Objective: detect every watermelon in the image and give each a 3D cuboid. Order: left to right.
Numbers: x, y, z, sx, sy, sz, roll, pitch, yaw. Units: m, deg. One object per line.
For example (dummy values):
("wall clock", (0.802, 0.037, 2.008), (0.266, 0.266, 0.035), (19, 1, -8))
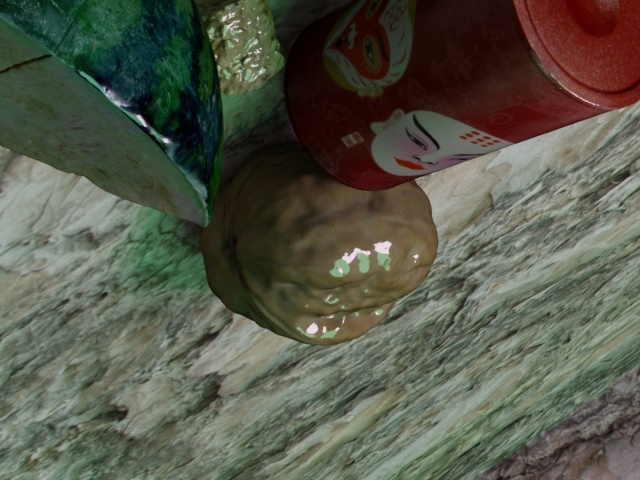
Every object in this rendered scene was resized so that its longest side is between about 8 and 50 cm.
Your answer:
("watermelon", (-0.208, -0.199, 0.951), (0.292, 0.319, 0.222), (90, 23, -61))

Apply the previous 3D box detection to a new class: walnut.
("walnut", (-0.001, 0.002, 1.348), (0.273, 0.227, 0.273), (-23, 147, -17))

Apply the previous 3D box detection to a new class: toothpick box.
("toothpick box", (0.138, -0.179, 1.124), (0.204, 0.204, 0.333), (-13, 178, -36))

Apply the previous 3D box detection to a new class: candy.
("candy", (-0.089, -0.198, 1.141), (0.095, 0.085, 0.110), (-32, 139, -28))
